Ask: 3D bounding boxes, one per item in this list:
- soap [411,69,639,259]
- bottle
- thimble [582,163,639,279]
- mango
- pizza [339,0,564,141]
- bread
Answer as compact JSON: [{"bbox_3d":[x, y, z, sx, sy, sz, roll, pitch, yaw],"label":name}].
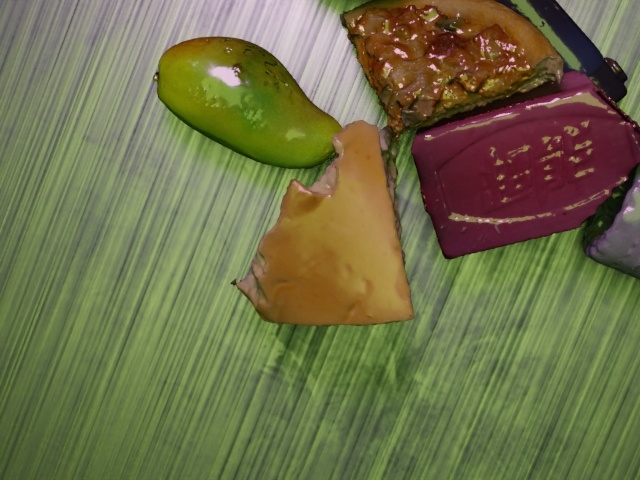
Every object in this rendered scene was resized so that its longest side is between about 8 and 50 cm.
[{"bbox_3d":[0.236,-0.093,1.129,0.250,0.099,0.162,-16,104,15],"label":"soap"},{"bbox_3d":[0.257,-0.246,1.166,0.082,0.072,0.244,-40,91,6],"label":"bottle"},{"bbox_3d":[0.383,-0.029,1.143,0.118,0.127,0.151,23,102,0],"label":"thimble"},{"bbox_3d":[-0.080,-0.163,1.172,0.233,0.111,0.125,23,99,1],"label":"mango"},{"bbox_3d":[0.122,-0.202,1.117,0.292,0.058,0.197,24,70,32],"label":"pizza"},{"bbox_3d":[-0.007,-0.010,1.145,0.211,0.183,0.224,-8,91,9],"label":"bread"}]
